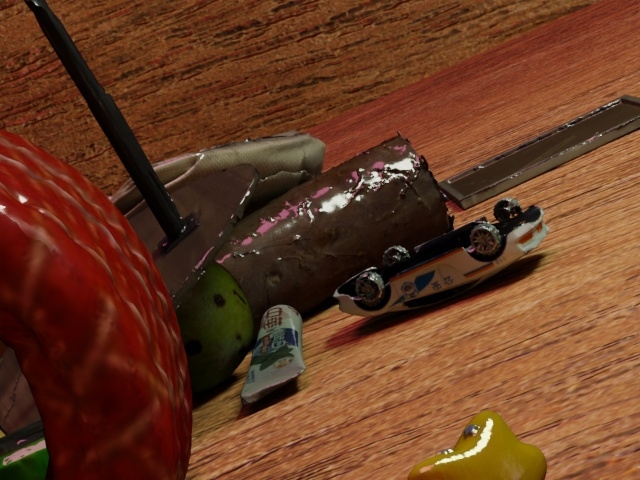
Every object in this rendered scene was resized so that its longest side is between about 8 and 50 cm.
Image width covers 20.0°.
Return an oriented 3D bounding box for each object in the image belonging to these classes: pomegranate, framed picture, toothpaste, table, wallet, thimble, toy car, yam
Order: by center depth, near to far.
[{"bbox_3d":[-0.251,0.108,1.138,0.350,0.350,0.230,-24,8,4],"label":"thimble"},{"bbox_3d":[-0.247,-0.041,1.544,0.317,0.249,0.317,-36,22,18],"label":"table"},{"bbox_3d":[0.106,0.021,1.590,0.205,0.056,0.095,-25,8,24],"label":"toy car"},{"bbox_3d":[-0.037,0.097,1.605,0.060,0.038,0.233,-26,11,6],"label":"toothpaste"},{"bbox_3d":[-0.140,0.093,1.644,0.169,0.148,0.148,-56,19,-18],"label":"pomegranate"},{"bbox_3d":[-0.001,-0.001,1.805,0.280,0.131,0.131,-28,9,-20],"label":"yam"},{"bbox_3d":[-0.131,-0.012,1.851,0.335,0.068,0.275,-12,-30,-49],"label":"wallet"},{"bbox_3d":[0.257,-0.103,2.044,0.250,0.016,0.184,-26,9,-1],"label":"framed picture"}]

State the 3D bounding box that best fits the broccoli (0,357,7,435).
[{"bbox_3d":[-0.413,0.134,1.837,0.297,0.297,0.297,17,24,16],"label":"broccoli"}]

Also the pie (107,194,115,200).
[{"bbox_3d":[-0.283,0.044,2.065,0.129,0.068,0.282,4,48,-1],"label":"pie"}]

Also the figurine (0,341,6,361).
[{"bbox_3d":[-0.333,0.067,2.198,0.327,0.169,0.218,-27,24,2],"label":"figurine"}]

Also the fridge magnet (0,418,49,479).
[{"bbox_3d":[-0.205,0.182,1.368,0.208,0.088,0.208,-24,3,1],"label":"fridge magnet"}]

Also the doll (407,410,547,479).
[{"bbox_3d":[0.072,0.145,0.961,0.113,0.071,0.135,-41,-5,24],"label":"doll"}]

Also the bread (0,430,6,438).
[{"bbox_3d":[-0.384,0.237,1.543,0.305,0.091,0.142,-18,22,39],"label":"bread"}]
